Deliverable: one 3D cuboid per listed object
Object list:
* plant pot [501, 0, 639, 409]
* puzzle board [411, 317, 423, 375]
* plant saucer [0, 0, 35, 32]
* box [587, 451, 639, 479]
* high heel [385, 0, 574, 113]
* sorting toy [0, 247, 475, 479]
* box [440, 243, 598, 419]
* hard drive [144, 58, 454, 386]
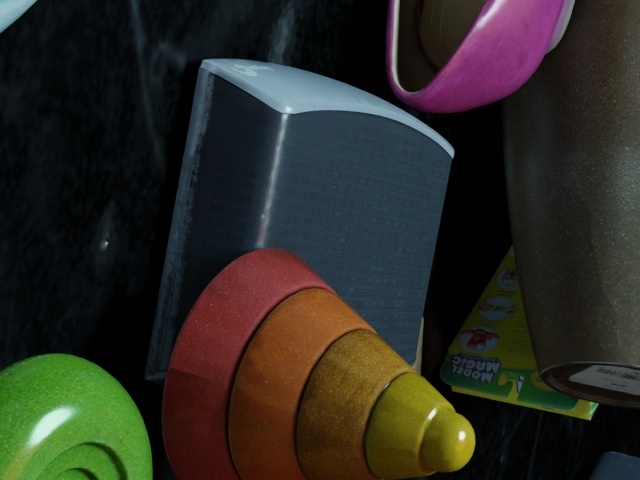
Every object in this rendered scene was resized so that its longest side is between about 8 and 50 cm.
[{"bbox_3d":[0.206,-0.016,1.203,0.215,0.215,0.230,47,50,-61],"label":"plant pot"},{"bbox_3d":[0.032,0.112,1.161,0.128,0.011,0.096,-37,134,-56],"label":"puzzle board"},{"bbox_3d":[-0.130,-0.204,0.627,0.317,0.044,0.317,-37,132,-56],"label":"plant saucer"},{"bbox_3d":[0.273,0.513,1.516,0.472,0.297,0.480,-42,138,-50],"label":"box"},{"bbox_3d":[0.109,-0.257,1.033,0.181,0.127,0.377,-33,129,-60],"label":"high heel"},{"bbox_3d":[-0.059,0.112,0.750,0.365,0.126,0.127,-27,124,-49],"label":"sorting toy"},{"bbox_3d":[0.161,0.060,1.309,0.179,0.105,0.043,-51,143,-46],"label":"box"},{"bbox_3d":[0.000,0.000,0.987,0.255,0.054,0.172,7,93,-66],"label":"hard drive"}]
